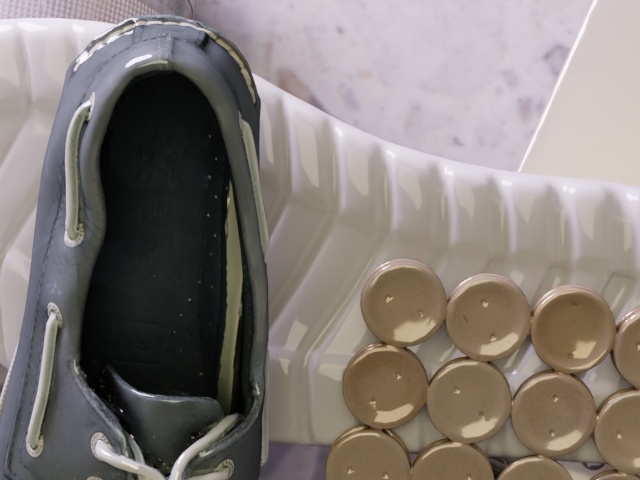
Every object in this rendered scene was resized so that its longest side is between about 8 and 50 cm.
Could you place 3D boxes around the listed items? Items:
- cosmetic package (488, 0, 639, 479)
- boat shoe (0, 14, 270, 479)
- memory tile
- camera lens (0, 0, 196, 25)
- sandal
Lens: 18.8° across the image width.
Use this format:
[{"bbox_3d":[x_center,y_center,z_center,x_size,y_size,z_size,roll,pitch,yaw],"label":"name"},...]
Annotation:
[{"bbox_3d":[0.159,-0.017,0.992,0.113,0.160,0.309,24,82,11],"label":"cosmetic package"},{"bbox_3d":[-0.077,0.068,0.784,0.116,0.099,0.319,5,96,-7],"label":"boat shoe"},{"bbox_3d":[0.082,0.071,0.828,0.148,0.012,0.113,10,97,-2],"label":"memory tile"},{"bbox_3d":[-0.182,-0.084,1.009,0.219,0.219,0.274,5,78,7],"label":"camera lens"},{"bbox_3d":[-0.005,0.015,0.883,0.416,0.102,0.169,17,94,0],"label":"sandal"}]
